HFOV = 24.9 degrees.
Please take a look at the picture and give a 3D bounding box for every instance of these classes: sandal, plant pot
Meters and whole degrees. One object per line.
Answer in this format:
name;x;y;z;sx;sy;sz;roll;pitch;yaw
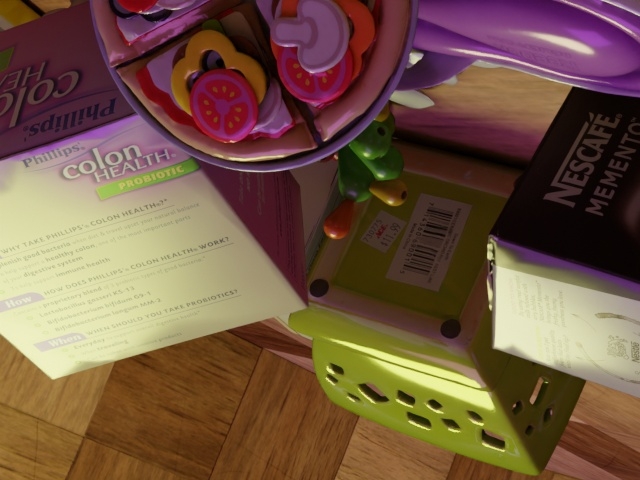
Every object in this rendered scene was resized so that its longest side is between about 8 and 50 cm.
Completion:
sandal;0.026;-0.131;0.862;0.416;0.102;0.169;11;160;40
plant pot;0.116;0.044;1.273;0.227;0.228;0.207;17;160;27

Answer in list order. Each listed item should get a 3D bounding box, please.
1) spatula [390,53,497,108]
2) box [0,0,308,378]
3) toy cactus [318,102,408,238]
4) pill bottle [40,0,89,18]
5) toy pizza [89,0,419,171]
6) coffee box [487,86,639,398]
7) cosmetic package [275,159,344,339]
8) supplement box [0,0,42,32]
spatula;-0.002;-0.161;1.026;0.242;0.019;0.168;25;170;-16
box;-0.153;-0.032;1.003;0.214;0.117;0.243;-17;143;16
toy cactus;-0.017;-0.094;1.143;0.180;0.112;0.219;35;-172;-15
pill bottle;-0.188;-0.122;1.147;0.108;0.180;0.108;21;169;4
toy pizza;-0.044;-0.135;0.796;0.201;0.201;0.032;19;-161;18
coffee box;0.271;0.020;0.896;0.297;0.168;0.118;17;143;21
cosmetic package;0.000;0.000;1.431;0.113;0.160;0.309;18;167;23
supplement box;-0.340;-0.120;1.417;0.194;0.195;0.356;16;168;31
